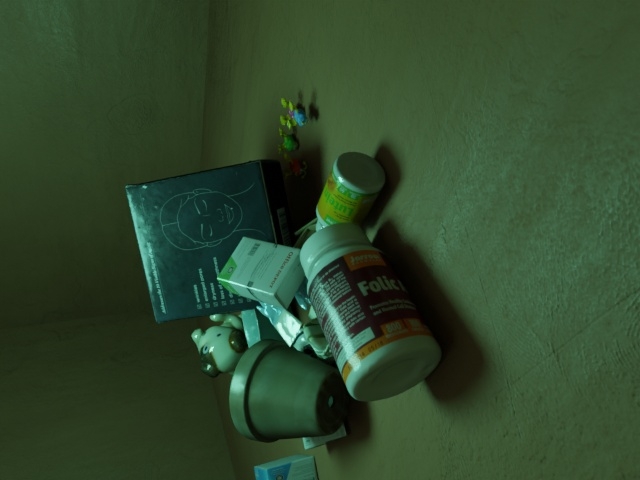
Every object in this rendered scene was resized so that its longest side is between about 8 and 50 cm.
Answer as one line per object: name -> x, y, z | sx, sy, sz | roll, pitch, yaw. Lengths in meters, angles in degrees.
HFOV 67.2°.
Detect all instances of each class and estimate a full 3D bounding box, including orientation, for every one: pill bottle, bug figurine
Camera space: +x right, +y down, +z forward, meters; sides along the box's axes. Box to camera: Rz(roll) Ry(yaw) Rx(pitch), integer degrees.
pill bottle -> 0.067, -0.102, 1.278 | 0.246, 0.136, 0.136 | 114, 143, -48
bug figurine -> -0.091, -0.363, 1.665 | 0.216, 0.072, 0.279 | -112, 23, -46
pill bottle -> 0.100, 0.155, 1.152 | 0.224, 0.224, 0.392 | 108, 147, -42

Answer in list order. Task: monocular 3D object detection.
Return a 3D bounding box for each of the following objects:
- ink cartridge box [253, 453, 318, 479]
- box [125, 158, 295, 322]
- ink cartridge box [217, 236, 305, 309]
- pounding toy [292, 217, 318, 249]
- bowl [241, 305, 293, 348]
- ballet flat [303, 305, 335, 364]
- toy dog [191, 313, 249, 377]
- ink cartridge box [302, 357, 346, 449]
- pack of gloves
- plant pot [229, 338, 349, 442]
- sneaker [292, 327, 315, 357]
ink cartridge box -> -0.119, 0.988, 1.841 | 0.197, 0.198, 0.270 | 136, 125, -60
box -> -0.349, -0.004, 1.679 | 0.297, 0.471, 0.480 | -48, -52, -78
ink cartridge box -> -0.162, 0.091, 1.392 | 0.219, 0.160, 0.092 | 13, 150, 32
pounding toy -> -0.003, -0.003, 1.476 | 0.094, 0.206, 0.181 | 46, 148, -21
bowl -> -0.204, 0.333, 1.928 | 0.311, 0.163, 0.311 | 171, 90, -69
ballet flat -> 0.016, 0.241, 1.468 | 0.147, 0.147, 0.409 | -118, 32, -41
toy dog -> -0.414, 0.506, 2.173 | 0.395, 0.284, 0.408 | 55, 178, 18
ink cartridge box -> 0.000, 0.553, 1.662 | 0.239, 0.060, 0.275 | -38, 58, 41
pack of gloves -> -0.098, 0.173, 1.454 | 0.232, 0.046, 0.195 | 39, 109, 42
plant pot -> -0.074, 0.482, 1.510 | 0.280, 0.323, 0.323 | -3, 92, 35
sneaker -> -0.071, 0.414, 1.767 | 0.095, 0.090, 0.235 | 57, 147, 30
